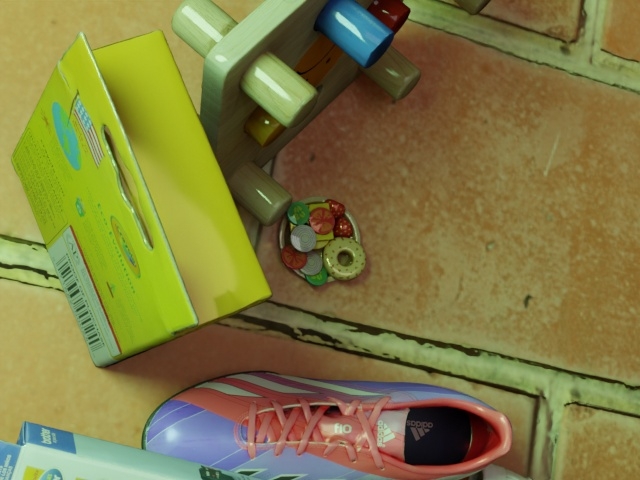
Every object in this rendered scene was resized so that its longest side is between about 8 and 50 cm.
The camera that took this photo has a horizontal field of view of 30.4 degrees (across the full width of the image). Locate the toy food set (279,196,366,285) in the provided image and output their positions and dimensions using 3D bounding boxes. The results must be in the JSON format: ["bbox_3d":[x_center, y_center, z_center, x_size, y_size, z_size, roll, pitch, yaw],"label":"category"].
[{"bbox_3d":[0.000,0.000,1.081,0.082,0.020,0.083,-6,83,-22],"label":"toy food set"}]

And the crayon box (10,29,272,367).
[{"bbox_3d":[-0.138,-0.021,0.870,0.081,0.318,0.202,-22,89,-23],"label":"crayon box"}]

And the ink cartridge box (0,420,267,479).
[{"bbox_3d":[-0.159,0.257,0.922,0.311,0.065,0.186,17,97,-20],"label":"ink cartridge box"}]

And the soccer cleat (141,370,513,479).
[{"bbox_3d":[0.010,0.164,1.004,0.318,0.116,0.109,3,79,-21],"label":"soccer cleat"}]

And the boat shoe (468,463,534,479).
[{"bbox_3d":[0.122,0.323,1.034,0.088,0.096,0.268,28,74,-4],"label":"boat shoe"}]

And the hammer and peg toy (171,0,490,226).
[{"bbox_3d":[0.026,-0.198,0.999,0.127,0.266,0.361,41,69,10],"label":"hammer and peg toy"}]
